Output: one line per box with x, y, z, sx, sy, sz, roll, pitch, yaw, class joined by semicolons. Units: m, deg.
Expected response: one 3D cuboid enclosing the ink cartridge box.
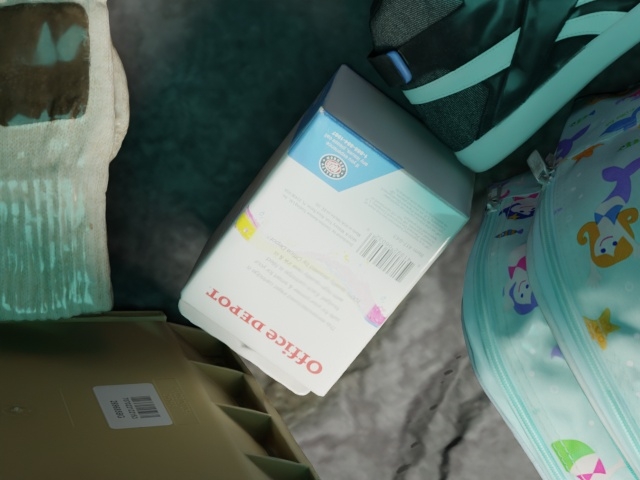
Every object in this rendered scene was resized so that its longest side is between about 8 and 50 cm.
0.000;0.000;0.912;0.092;0.090;0.143;37;111;-7;ink cartridge box

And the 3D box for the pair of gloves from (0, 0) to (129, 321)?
-0.219;-0.062;0.902;0.240;0.042;0.204;4;86;4;pair of gloves

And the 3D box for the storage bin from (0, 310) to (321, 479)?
-0.148;0.133;0.853;0.260;0.262;0.123;0;107;-16;storage bin

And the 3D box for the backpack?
0.178;0.042;0.819;0.191;0.253;0.225;-28;105;16;backpack

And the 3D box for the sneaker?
0.108;-0.141;0.852;0.121;0.079;0.217;42;111;-11;sneaker
